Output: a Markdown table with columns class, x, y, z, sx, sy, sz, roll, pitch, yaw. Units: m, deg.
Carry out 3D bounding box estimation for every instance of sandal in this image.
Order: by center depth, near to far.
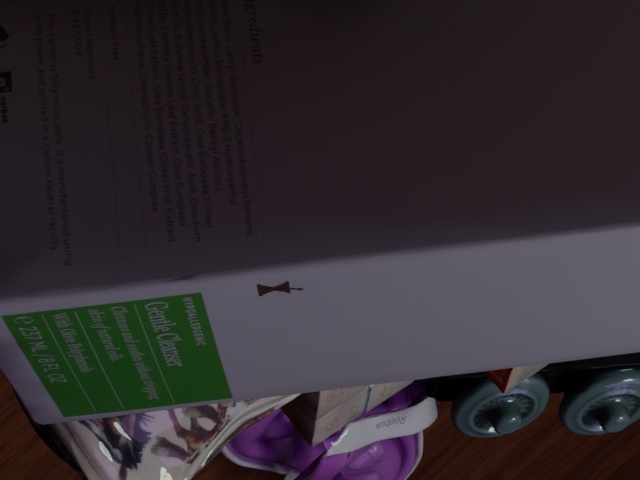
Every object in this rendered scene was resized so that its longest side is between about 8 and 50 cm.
| class | x | y | z | sx | sy | sz | roll | pitch | yaw |
| --- | --- | --- | --- | --- | --- | --- | --- | --- | --- |
| sandal | 0.031 | 0.157 | 1.576 | 0.169 | 0.102 | 0.416 | -41 | 158 | -1 |

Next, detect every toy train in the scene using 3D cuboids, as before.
| class | x | y | z | sx | sy | sz | roll | pitch | yaw |
| --- | --- | --- | --- | --- | --- | --- | --- | --- | --- |
| toy train | 0.216 | 0.048 | 1.468 | 0.334 | 0.142 | 0.190 | -1 | 142 | -18 |

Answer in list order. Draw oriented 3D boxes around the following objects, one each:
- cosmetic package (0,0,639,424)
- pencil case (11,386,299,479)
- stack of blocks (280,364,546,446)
| class | x | y | z | sx | sy | sz | roll | pitch | yaw |
| --- | --- | --- | --- | --- | --- | --- | --- | --- | --- |
| cosmetic package | 0.028 | -0.029 | 0.916 | 0.365 | 0.155 | 0.197 | -6 | 159 | 2 |
| pencil case | 0.000 | 0.000 | 1.114 | 0.410 | 0.183 | 0.160 | -33 | 158 | -16 |
| stack of blocks | 0.089 | 0.010 | 1.294 | 0.297 | 0.171 | 0.087 | -31 | 157 | -21 |
